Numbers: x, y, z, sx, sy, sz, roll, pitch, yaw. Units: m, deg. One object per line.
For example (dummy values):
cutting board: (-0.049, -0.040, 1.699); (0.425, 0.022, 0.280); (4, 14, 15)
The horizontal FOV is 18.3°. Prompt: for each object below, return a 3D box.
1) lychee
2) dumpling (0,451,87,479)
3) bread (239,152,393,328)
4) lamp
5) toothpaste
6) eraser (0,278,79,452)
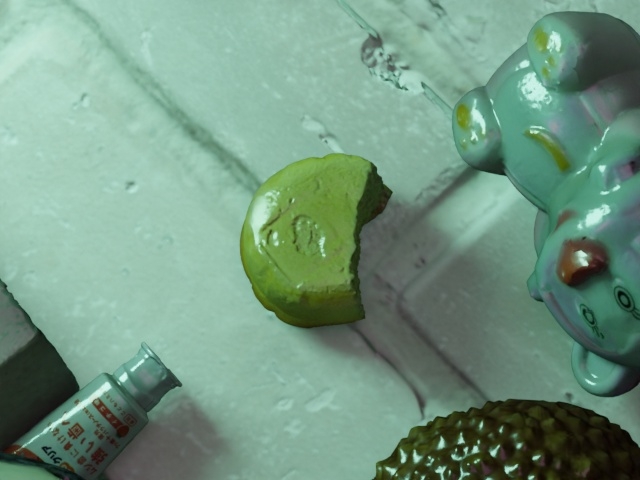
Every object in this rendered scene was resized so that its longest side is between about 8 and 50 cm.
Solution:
lychee: (0.155, 0.260, 1.594); (0.267, 0.267, 0.267); (1, 75, -5)
dumpling: (-0.273, 0.264, 1.613); (0.293, 0.204, 0.163); (11, 56, 4)
bread: (-0.009, -0.004, 1.746); (0.125, 0.086, 0.156); (11, 71, 5)
lamp: (0.274, -0.033, 1.734); (0.247, 0.247, 0.301); (-1, 57, -46)
toothpaste: (-0.220, 0.184, 1.695); (0.234, 0.057, 0.089); (-43, 86, -4)
eraser: (-0.356, 0.027, 1.709); (0.111, 0.077, 0.352); (-41, 83, -11)
